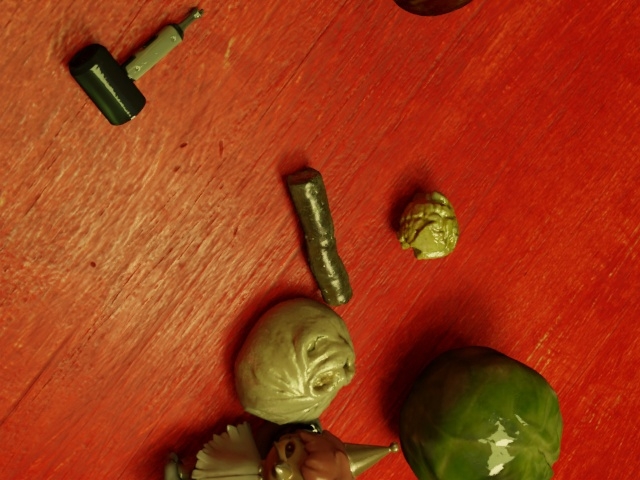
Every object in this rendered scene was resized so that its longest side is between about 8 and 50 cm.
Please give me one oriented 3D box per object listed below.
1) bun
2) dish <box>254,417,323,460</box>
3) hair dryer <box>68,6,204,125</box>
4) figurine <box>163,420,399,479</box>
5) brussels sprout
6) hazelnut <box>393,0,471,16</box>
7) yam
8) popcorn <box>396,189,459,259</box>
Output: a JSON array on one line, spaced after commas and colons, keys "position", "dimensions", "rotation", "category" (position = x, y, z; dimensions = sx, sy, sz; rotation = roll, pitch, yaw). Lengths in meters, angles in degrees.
[{"position": [-0.028, 0.212, 1.501], "dimensions": [0.231, 0.133, 0.231], "rotation": [-15, 119, -28], "category": "bun"}, {"position": [-0.043, 0.374, 1.609], "dimensions": [0.141, 0.078, 0.141], "rotation": [-15, 120, -26], "category": "dish"}, {"position": [-0.229, -0.249, 1.190], "dimensions": [0.197, 0.057, 0.100], "rotation": [-45, 130, -16], "category": "hair dryer"}, {"position": [-0.059, 0.389, 1.487], "dimensions": [0.387, 0.207, 0.166], "rotation": [-5, 151, 0], "category": "figurine"}, {"position": [0.304, 0.358, 1.692], "dimensions": [0.355, 0.281, 0.289], "rotation": [34, 83, -38], "category": "brussels sprout"}, {"position": [0.148, -0.423, 1.207], "dimensions": [0.218, 0.233, 0.218], "rotation": [-14, 150, -9], "category": "hazelnut"}, {"position": [0.000, 0.000, 1.455], "dimensions": [0.061, 0.061, 0.252], "rotation": [-29, 127, -17], "category": "yam"}, {"position": [0.181, -0.024, 1.534], "dimensions": [0.106, 0.116, 0.121], "rotation": [-23, 174, 14], "category": "popcorn"}]
